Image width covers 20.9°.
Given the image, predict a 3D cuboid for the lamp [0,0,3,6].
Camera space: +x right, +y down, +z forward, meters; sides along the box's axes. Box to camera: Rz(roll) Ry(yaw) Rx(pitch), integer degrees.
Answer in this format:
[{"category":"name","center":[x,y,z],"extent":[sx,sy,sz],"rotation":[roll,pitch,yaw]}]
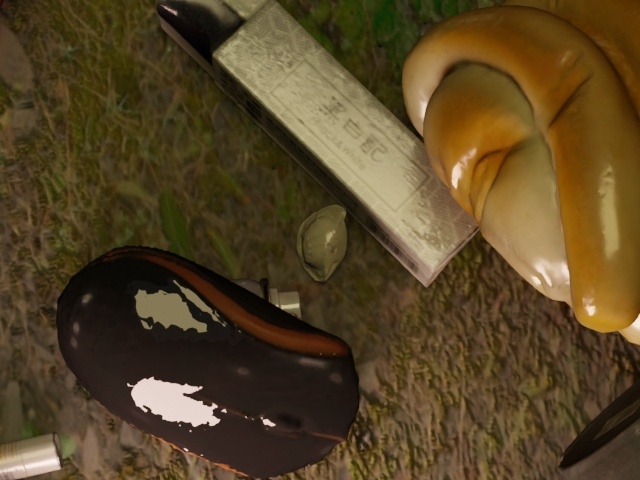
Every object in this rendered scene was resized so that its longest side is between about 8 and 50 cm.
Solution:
[{"category":"lamp","center":[-0.399,-0.291,1.762],"extent":[0.180,0.258,0.180],"rotation":[1,84,-5]}]

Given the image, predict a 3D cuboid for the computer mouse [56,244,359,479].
[{"category":"computer mouse","center":[-0.109,0.128,1.700],"extent":[0.323,0.116,0.183],"rotation":[27,114,-15]}]

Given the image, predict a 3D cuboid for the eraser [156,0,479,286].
[{"category":"eraser","center":[0.001,-0.129,1.810],"extent":[0.096,0.098,0.404],"rotation":[-44,83,-9]}]

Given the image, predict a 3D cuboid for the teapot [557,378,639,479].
[{"category":"teapot","center":[0.393,0.299,1.665],"extent":[0.300,0.253,0.344],"rotation":[-42,86,20]}]

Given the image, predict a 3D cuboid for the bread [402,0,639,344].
[{"category":"bread","center":[0.243,-0.065,1.650],"extent":[0.245,0.329,0.424],"rotation":[-19,44,-15]}]

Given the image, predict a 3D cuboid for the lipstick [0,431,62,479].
[{"category":"lipstick","center":[-0.335,0.229,1.769],"extent":[0.141,0.040,0.040],"rotation":[-13,79,-2]}]

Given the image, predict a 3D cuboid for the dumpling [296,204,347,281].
[{"category":"dumpling","center":[-0.001,0.001,1.813],"extent":[0.043,0.077,0.059],"rotation":[-23,36,-40]}]

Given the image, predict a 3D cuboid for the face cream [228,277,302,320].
[{"category":"face cream","center":[-0.134,0.082,1.780],"extent":[0.229,0.075,0.075],"rotation":[-8,79,-2]}]
